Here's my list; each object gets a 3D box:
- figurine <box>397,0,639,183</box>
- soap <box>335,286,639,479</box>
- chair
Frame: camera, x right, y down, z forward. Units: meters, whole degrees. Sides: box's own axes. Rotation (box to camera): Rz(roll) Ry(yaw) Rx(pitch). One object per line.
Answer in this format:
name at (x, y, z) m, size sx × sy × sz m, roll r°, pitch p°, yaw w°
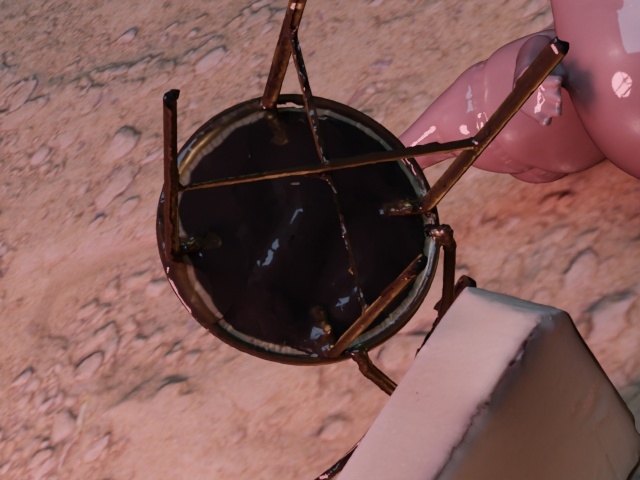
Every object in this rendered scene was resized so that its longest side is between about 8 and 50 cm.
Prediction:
figurine at (0.161, -0.110, 0.974) m, size 0.287 × 0.176 × 0.186 m, roll -21°, pitch 57°, yaw 51°
soap at (0.074, 0.125, 0.780) m, size 0.064 × 0.121 × 0.183 m, roll 4°, pitch 49°, yaw 46°
chair at (0.000, 0.000, 0.828) m, size 0.160 × 0.170 × 0.326 m, roll -56°, pitch -5°, yaw -24°
